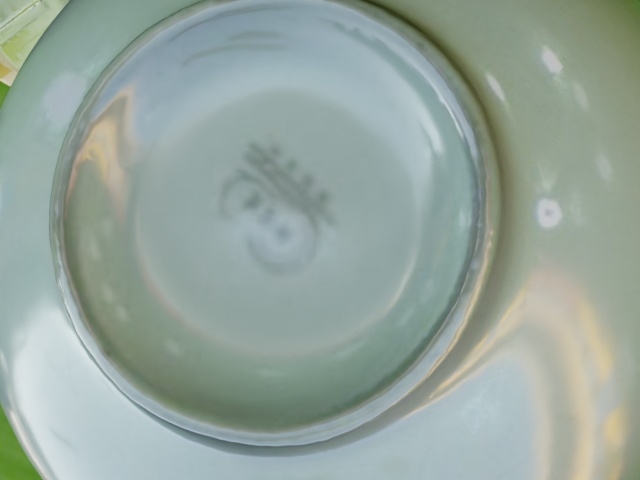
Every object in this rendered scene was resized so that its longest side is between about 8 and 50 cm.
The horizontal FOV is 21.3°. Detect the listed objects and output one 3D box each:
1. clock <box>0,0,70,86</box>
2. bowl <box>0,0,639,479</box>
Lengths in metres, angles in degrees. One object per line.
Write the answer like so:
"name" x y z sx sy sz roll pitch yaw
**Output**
"clock" -0.173 -0.199 0.937 0.096 0.143 0.202 -29 105 38
"bowl" 0.000 0.000 0.713 0.354 0.354 0.185 17 177 14
